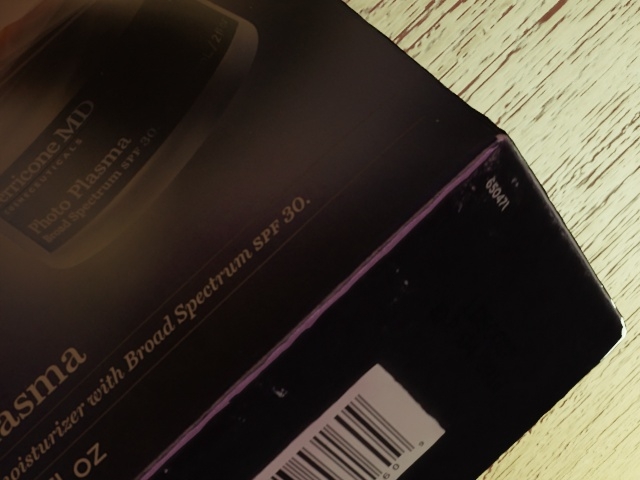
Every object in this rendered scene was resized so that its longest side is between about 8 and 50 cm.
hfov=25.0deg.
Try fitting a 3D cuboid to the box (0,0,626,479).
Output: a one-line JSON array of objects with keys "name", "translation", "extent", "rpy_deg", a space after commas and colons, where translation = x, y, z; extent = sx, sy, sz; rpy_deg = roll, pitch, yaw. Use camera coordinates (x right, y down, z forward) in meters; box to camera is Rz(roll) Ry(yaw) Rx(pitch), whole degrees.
[{"name": "box", "translation": [-0.085, 0.020, 0.648], "extent": [0.296, 0.294, 0.183], "rpy_deg": [-44, 141, -2]}]
